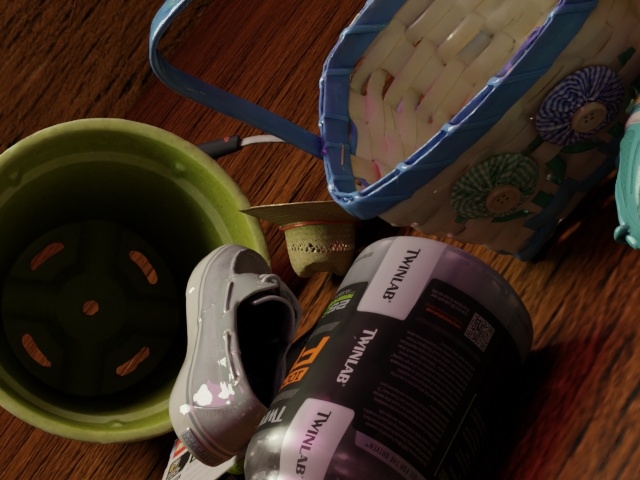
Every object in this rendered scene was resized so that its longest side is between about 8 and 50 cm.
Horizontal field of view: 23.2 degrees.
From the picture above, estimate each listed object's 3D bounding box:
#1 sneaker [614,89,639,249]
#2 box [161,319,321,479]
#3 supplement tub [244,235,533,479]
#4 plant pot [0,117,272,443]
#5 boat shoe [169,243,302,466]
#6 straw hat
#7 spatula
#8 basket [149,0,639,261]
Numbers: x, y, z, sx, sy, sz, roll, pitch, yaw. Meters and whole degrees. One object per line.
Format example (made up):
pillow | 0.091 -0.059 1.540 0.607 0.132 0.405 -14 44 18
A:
sneaker | 0.204 -0.022 0.786 0.275 0.107 0.110 -77 12 -68
box | -0.040 0.137 1.132 0.207 0.036 0.114 -41 18 28
supplement tub | 0.033 0.101 0.870 0.117 0.117 0.190 -26 28 54
plant pot | -0.201 0.049 1.424 0.276 0.276 0.254 -53 4 -13
boat shoe | -0.049 0.069 1.126 0.081 0.079 0.227 -32 26 22
straw hat | 0.000 0.000 1.284 0.144 0.144 0.061 173 93 -67
spatula | -0.051 -0.089 1.468 0.296 0.030 0.084 -10 21 4
basket | 0.075 -0.137 0.950 0.255 0.289 0.201 -48 25 28
